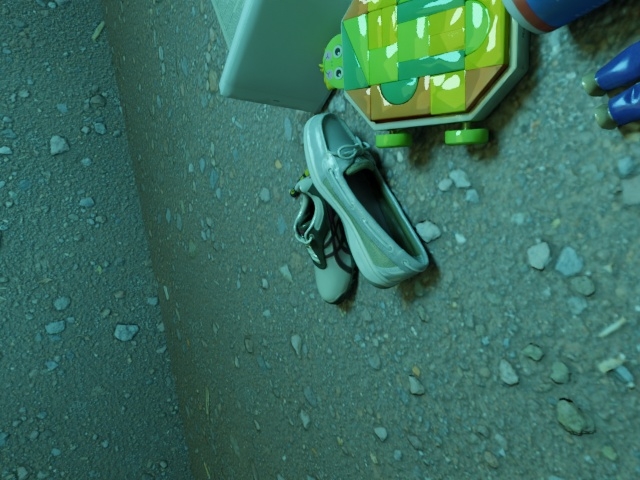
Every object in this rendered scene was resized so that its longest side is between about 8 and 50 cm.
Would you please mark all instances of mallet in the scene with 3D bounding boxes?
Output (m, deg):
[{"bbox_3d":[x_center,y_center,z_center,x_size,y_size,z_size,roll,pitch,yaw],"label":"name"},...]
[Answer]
[{"bbox_3d":[-0.021,-0.135,0.958,0.062,0.039,0.190,62,147,21],"label":"mallet"}]

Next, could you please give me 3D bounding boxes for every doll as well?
[{"bbox_3d":[0.336,-0.175,0.404,0.189,0.046,0.129,-25,78,56],"label":"doll"}]

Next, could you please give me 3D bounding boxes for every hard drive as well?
[{"bbox_3d":[-0.029,-0.348,0.756,0.307,0.202,0.040,-51,46,49],"label":"hard drive"}]

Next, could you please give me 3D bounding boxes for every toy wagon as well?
[{"bbox_3d":[0.114,-0.267,0.652,0.344,0.068,0.268,7,104,43],"label":"toy wagon"}]

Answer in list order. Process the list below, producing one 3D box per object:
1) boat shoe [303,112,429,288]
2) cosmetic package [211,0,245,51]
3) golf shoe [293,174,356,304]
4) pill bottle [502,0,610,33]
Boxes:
[{"bbox_3d":[0.074,-0.080,0.763,0.103,0.118,0.321,-34,74,48],"label":"boat shoe"},{"bbox_3d":[-0.145,-0.512,0.967,0.160,0.113,0.310,-38,67,53],"label":"cosmetic package"},{"bbox_3d":[0.000,0.000,0.884,0.105,0.120,0.273,21,117,50],"label":"golf shoe"},{"bbox_3d":[0.274,-0.289,0.396,0.221,0.124,0.124,-15,86,56],"label":"pill bottle"}]
